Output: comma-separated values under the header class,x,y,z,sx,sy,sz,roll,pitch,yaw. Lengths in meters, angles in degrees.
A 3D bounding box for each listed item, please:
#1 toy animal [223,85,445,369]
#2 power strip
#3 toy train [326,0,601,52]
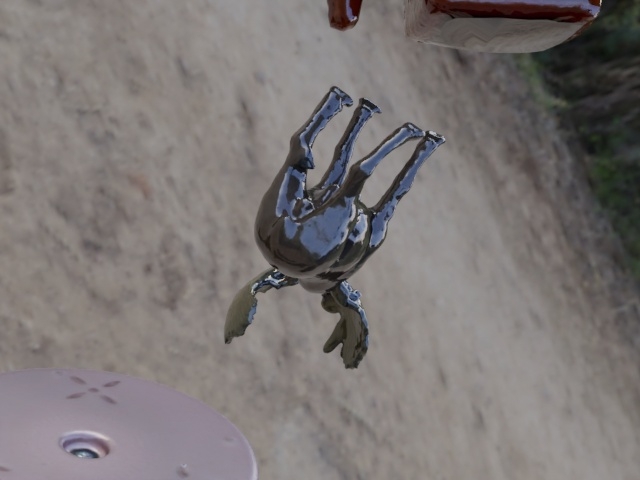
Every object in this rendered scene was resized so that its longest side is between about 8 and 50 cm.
class,x,y,z,sx,sy,sz,roll,pitch,yaw
toy animal,0.000,0.000,0.871,0.186,0.093,0.214,-64,166,5
power strip,-0.101,0.120,0.586,0.154,0.154,0.078,-39,144,-67
toy train,0.052,-0.239,0.861,0.163,0.369,0.232,145,-54,-85
